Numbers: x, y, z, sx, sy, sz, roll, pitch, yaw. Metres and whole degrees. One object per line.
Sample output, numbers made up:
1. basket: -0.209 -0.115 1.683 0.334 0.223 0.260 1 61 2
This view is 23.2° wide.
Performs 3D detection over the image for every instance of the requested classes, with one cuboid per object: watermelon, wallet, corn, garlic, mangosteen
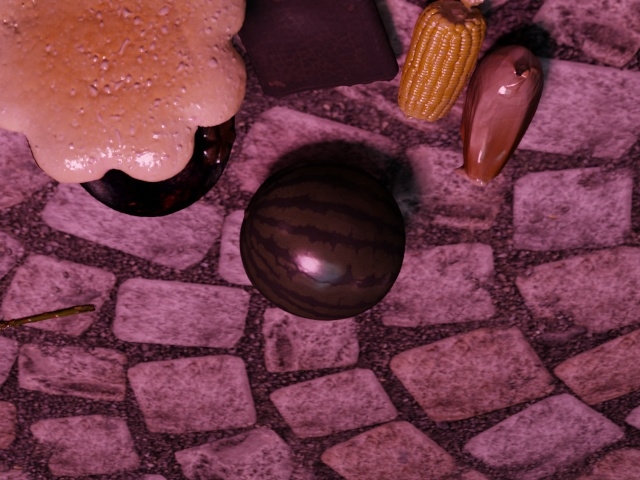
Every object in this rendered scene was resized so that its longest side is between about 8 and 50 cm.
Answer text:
1. watermelon: 0.000 0.000 1.964 0.212 0.212 0.212 -1 139 -1
2. wallet: -0.030 -0.288 1.755 0.170 0.044 0.321 -10 140 14
3. corn: 0.139 -0.210 1.833 0.085 0.063 0.165 -11 145 -26
4. garlic: 0.218 -0.165 1.838 0.090 0.128 0.198 21 139 -2
5. mangosteen: -0.214 -0.133 1.809 0.243 0.243 0.243 -1 139 -1

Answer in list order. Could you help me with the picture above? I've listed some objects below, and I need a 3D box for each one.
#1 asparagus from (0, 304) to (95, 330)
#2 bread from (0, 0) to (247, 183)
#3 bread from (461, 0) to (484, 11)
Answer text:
1. asparagus: -0.399 0.111 2.224 0.166 0.013 0.016 -11 180 12
2. bread: -0.229 -0.208 1.672 0.316 0.316 0.054 -2 175 1
3. bread: 0.174 -0.324 1.687 0.110 0.156 0.103 45 120 -2
